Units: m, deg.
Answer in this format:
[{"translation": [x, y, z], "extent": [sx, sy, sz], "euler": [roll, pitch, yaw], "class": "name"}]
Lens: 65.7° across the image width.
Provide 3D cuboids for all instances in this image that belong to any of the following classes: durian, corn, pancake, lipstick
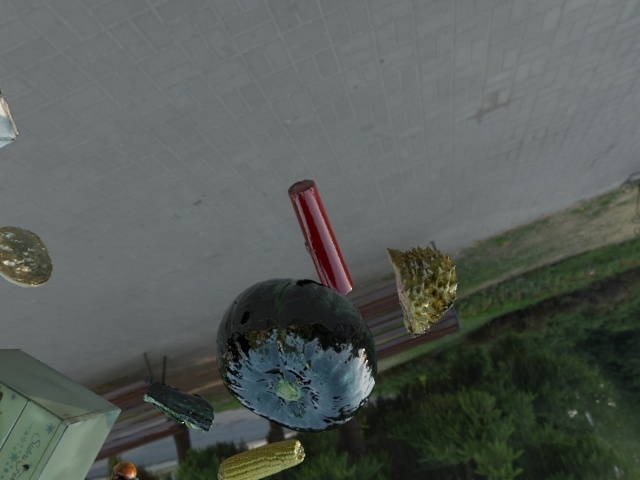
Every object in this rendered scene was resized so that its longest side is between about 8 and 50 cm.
[{"translation": [0.333, 0.127, 1.563], "extent": [0.195, 0.305, 0.185], "euler": [-13, 149, 6], "class": "durian"}, {"translation": [-0.135, 0.495, 1.102], "extent": [0.206, 0.067, 0.067], "euler": [-22, 158, 10], "class": "corn"}, {"translation": [-0.665, 0.036, 1.109], "extent": [0.025, 0.152, 0.151], "euler": [-27, 157, 21], "class": "pancake"}, {"translation": [0.000, -0.001, 1.104], "extent": [0.073, 0.073, 0.280], "euler": [-20, 115, 1], "class": "lipstick"}]

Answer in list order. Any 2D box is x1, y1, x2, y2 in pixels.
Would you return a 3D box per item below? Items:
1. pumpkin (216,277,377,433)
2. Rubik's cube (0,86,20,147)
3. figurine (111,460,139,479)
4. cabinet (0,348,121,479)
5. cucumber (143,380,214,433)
[{"translation": [-0.043, 0.204, 0.943], "extent": [0.315, 0.238, 0.315], "euler": [8, 130, 10], "class": "pumpkin"}, {"translation": [-0.686, -0.237, 0.792], "extent": [0.221, 0.224, 0.231], "euler": [95, 22, -44], "class": "Rubik's cube"}, {"translation": [-0.526, 0.664, 1.118], "extent": [0.196, 0.320, 0.323], "euler": [30, 143, -29], "class": "figurine"}, {"translation": [-0.443, 0.270, 0.718], "extent": [0.145, 0.206, 0.150], "euler": [-63, 170, -6], "class": "cabinet"}, {"translation": [-0.377, 0.441, 1.329], "extent": [0.193, 0.086, 0.115], "euler": [27, 154, -8], "class": "cucumber"}]
